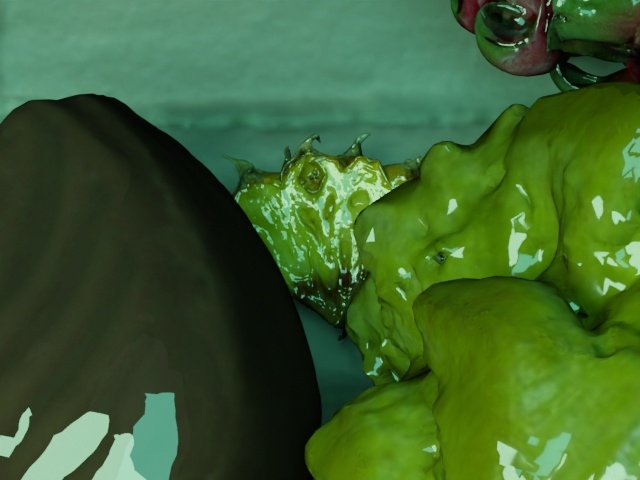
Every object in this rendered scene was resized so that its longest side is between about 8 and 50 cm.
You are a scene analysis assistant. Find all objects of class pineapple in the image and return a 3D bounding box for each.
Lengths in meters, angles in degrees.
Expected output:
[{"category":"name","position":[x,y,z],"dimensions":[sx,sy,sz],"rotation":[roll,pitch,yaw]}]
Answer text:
[{"category":"pineapple","position":[0.000,0.000,1.077],"dimensions":[0.137,0.069,0.116],"rotation":[-10,87,10]}]

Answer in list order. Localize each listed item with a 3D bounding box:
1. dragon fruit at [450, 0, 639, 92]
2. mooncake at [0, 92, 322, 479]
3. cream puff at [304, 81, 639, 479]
[{"category":"dragon fruit","position":[0.165,-0.169,1.038],"dimensions":[0.273,0.198,0.218],"rotation":[47,55,-14]},{"category":"mooncake","position":[-0.165,0.080,0.975],"dimensions":[0.326,0.174,0.333],"rotation":[7,83,25]},{"category":"cream puff","position":[0.131,0.065,0.933],"dimensions":[0.378,0.378,0.275],"rotation":[-42,84,-4]}]
